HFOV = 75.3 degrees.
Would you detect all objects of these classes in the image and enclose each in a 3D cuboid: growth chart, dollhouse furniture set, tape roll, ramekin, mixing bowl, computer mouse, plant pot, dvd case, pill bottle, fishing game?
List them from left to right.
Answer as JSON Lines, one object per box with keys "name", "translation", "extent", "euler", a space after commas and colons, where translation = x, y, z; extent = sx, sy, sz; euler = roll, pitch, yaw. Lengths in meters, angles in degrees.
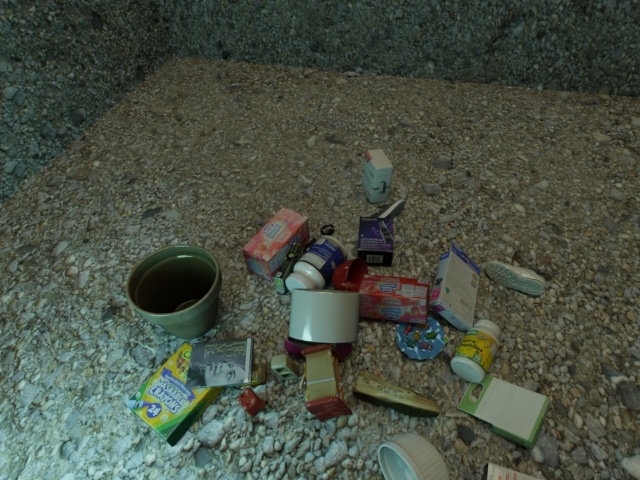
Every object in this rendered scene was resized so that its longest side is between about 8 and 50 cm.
{"name": "plant pot", "translation": [-0.510, 0.220, 1.553], "extent": [0.324, 0.280, 0.322], "euler": [-2, 47, 2]}
{"name": "dvd case", "translation": [-0.341, 0.419, 1.419], "extent": [0.222, 0.018, 0.164], "euler": [-5, 48, 2]}
{"name": "dollhouse furniture set", "translation": [-0.102, 0.498, 1.395], "extent": [0.375, 0.152, 0.201], "euler": [-16, 47, 12]}
{"name": "pill bottle", "translation": [-0.016, 0.113, 1.712], "extent": [0.153, 0.153, 0.264], "euler": [26, 54, 24]}
{"name": "computer mouse", "translation": [0.000, 0.000, 1.870], "extent": [0.071, 0.041, 0.242], "euler": [47, 51, -11]}
{"name": "tape roll", "translation": [0.013, 0.262, 1.479], "extent": [0.247, 0.246, 0.168], "euler": [4, 85, 7]}
{"name": "mixing bowl", "translation": [0.110, 0.158, 1.670], "extent": [0.098, 0.181, 0.181], "euler": [0, 43, 34]}
{"name": "ramekin", "translation": [0.268, 0.652, 1.174], "extent": [0.109, 0.207, 0.207], "euler": [-19, 49, -27]}
{"name": "growth chart", "translation": [0.363, 0.335, 1.578], "extent": [0.172, 0.021, 0.237], "euler": [-30, 52, -21]}
{"name": "fishing game", "translation": [0.369, 0.346, 1.527], "extent": [0.264, 0.041, 0.189], "euler": [15, 53, 17]}
{"name": "pill bottle", "translation": [0.554, 0.382, 1.458], "extent": [0.118, 0.117, 0.208], "euler": [27, 55, 25]}

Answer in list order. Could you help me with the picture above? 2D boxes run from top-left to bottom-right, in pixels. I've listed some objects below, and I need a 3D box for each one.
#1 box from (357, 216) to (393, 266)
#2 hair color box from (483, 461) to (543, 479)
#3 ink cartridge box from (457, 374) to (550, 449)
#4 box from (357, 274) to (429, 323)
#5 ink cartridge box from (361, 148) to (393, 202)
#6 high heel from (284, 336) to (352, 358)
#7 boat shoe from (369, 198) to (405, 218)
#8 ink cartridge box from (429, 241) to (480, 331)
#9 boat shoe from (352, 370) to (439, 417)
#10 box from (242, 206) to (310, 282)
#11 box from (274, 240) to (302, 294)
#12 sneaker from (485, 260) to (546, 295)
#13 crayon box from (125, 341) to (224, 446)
{"name": "box", "translation": [0.242, 0.003, 1.830], "extent": [0.154, 0.108, 0.206], "euler": [2, 48, 6]}
{"name": "hair color box", "translation": [0.559, 0.719, 1.192], "extent": [0.168, 0.053, 0.093], "euler": [14, 51, 14]}
{"name": "ink cartridge box", "translation": [0.596, 0.544, 1.352], "extent": [0.235, 0.056, 0.171], "euler": [11, 44, 43]}
{"name": "box", "translation": [0.279, 0.221, 1.577], "extent": [0.257, 0.122, 0.128], "euler": [3, 31, 18]}
{"name": "ink cartridge box", "translation": [0.276, -0.316, 2.046], "extent": [0.093, 0.217, 0.158], "euler": [-9, 48, -12]}
{"name": "high heel", "translation": [-0.006, 0.376, 1.493], "extent": [0.245, 0.117, 0.082], "euler": [0, 47, 3]}
{"name": "boat shoe", "translation": [0.310, -0.136, 1.981], "extent": [0.229, 0.080, 0.076], "euler": [-40, 58, -20]}
{"name": "ink cartridge box", "translation": [0.533, 0.175, 1.624], "extent": [0.186, 0.065, 0.311], "euler": [39, 52, -16]}
{"name": "boat shoe", "translation": [0.251, 0.506, 1.369], "extent": [0.286, 0.104, 0.089], "euler": [13, 52, 15]}
{"name": "box", "translation": [-0.186, 0.014, 1.812], "extent": [0.142, 0.154, 0.300], "euler": [24, 54, 23]}
{"name": "box", "translation": [-0.131, 0.114, 1.743], "extent": [0.036, 0.114, 0.206], "euler": [14, 50, 15]}
{"name": "sneaker", "translation": [0.797, 0.142, 1.700], "extent": [0.235, 0.090, 0.095], "euler": [26, 41, 20]}
{"name": "crayon box", "translation": [-0.466, 0.500, 1.428], "extent": [0.203, 0.083, 0.323], "euler": [26, 54, 24]}
